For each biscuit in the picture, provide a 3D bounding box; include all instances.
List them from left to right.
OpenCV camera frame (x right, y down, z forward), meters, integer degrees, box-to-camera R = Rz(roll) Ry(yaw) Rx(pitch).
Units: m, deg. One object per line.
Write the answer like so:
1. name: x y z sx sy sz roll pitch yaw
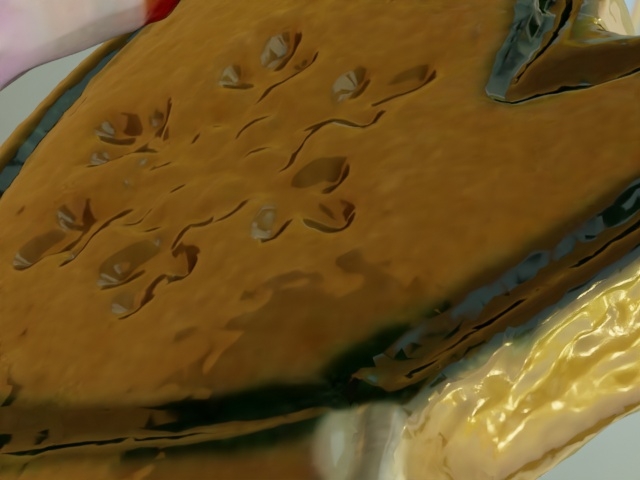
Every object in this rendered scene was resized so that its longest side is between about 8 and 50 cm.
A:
1. biscuit: -0.001 -0.001 0.490 0.057 0.287 0.343 61 39 -33

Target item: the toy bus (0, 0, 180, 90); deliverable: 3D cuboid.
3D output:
1. toy bus: -0.104 -0.169 0.324 0.127 0.147 0.302 48 -23 43
